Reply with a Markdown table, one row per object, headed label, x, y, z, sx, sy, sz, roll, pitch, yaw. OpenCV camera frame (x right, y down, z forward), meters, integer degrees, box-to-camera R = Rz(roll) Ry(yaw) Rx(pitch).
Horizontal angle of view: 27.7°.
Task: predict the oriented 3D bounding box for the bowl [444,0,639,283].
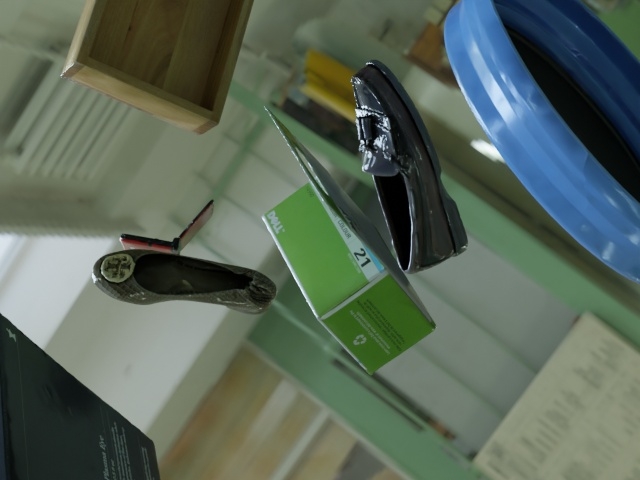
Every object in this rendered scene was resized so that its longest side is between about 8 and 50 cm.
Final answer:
| label | x | y | z | sx | sy | sz | roll | pitch | yaw |
| --- | --- | --- | --- | --- | --- | --- | --- | --- | --- |
| bowl | 0.276 | -0.119 | 1.326 | 0.391 | 0.077 | 0.391 | 36 | -149 | -26 |

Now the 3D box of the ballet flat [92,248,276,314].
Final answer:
| label | x | y | z | sx | sy | sz | roll | pitch | yaw |
| --- | --- | --- | --- | --- | --- | --- | --- | --- | --- |
| ballet flat | -0.181 | 0.051 | 1.748 | 0.249 | 0.084 | 0.058 | 10 | 151 | -5 |

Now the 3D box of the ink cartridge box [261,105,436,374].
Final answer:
| label | x | y | z | sx | sy | sz | roll | pitch | yaw |
| --- | --- | --- | --- | --- | --- | --- | --- | --- | --- |
| ink cartridge box | 0.000 | 0.000 | 1.412 | 0.255 | 0.097 | 0.189 | 47 | -171 | -44 |

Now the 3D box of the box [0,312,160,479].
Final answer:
| label | x | y | z | sx | sy | sz | roll | pitch | yaw |
| --- | --- | --- | --- | --- | --- | --- | --- | --- | --- |
| box | -0.309 | 0.311 | 1.378 | 0.312 | 0.179 | 0.343 | 52 | -166 | -43 |

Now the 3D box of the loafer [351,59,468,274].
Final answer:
| label | x | y | z | sx | sy | sz | roll | pitch | yaw |
| --- | --- | --- | --- | --- | --- | --- | --- | --- | --- |
| loafer | 0.102 | -0.088 | 1.711 | 0.109 | 0.095 | 0.302 | 33 | 152 | 61 |

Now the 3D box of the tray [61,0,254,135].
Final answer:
| label | x | y | z | sx | sy | sz | roll | pitch | yaw |
| --- | --- | --- | --- | --- | --- | --- | --- | --- | --- |
| tray | -0.186 | -0.369 | 1.738 | 0.202 | 0.411 | 0.076 | 22 | 160 | -24 |

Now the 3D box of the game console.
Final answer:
| label | x | y | z | sx | sy | sz | roll | pitch | yaw |
| --- | --- | --- | --- | --- | --- | --- | --- | --- | --- |
| game console | -0.225 | -0.021 | 1.911 | 0.124 | 0.085 | 0.144 | 10 | 172 | -4 |
